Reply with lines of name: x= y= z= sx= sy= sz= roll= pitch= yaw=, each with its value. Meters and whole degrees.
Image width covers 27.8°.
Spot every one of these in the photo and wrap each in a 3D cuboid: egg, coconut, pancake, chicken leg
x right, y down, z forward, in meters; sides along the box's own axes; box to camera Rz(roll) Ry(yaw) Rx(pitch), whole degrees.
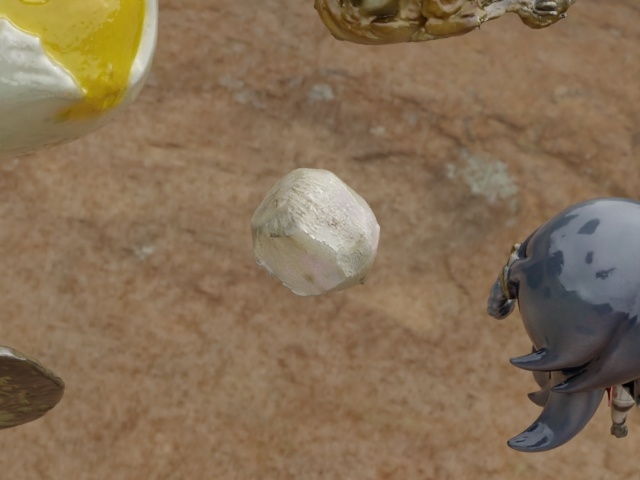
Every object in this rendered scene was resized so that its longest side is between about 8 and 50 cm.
egg: x=-0.293 y=-0.228 z=1.065 sx=0.283 sy=0.283 sz=0.345 roll=-25 pitch=87 yaw=-43
coconut: x=0.000 y=0.000 z=1.183 sx=0.124 sy=0.110 sz=0.110 roll=42 pitch=32 yaw=-18
pancake: x=-0.254 y=0.098 z=0.823 sx=0.184 sy=0.190 sz=0.020 roll=19 pitch=55 yaw=-49
chicken leg: x=0.098 y=-0.153 z=0.689 sx=0.207 sy=0.085 sz=0.101 roll=-10 pitch=9 yaw=-10

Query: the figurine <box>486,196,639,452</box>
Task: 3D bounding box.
figurine: x=0.249 y=0.075 z=1.158 sx=0.197 sy=0.265 sz=0.175 roll=7 pitch=45 yaw=-17
